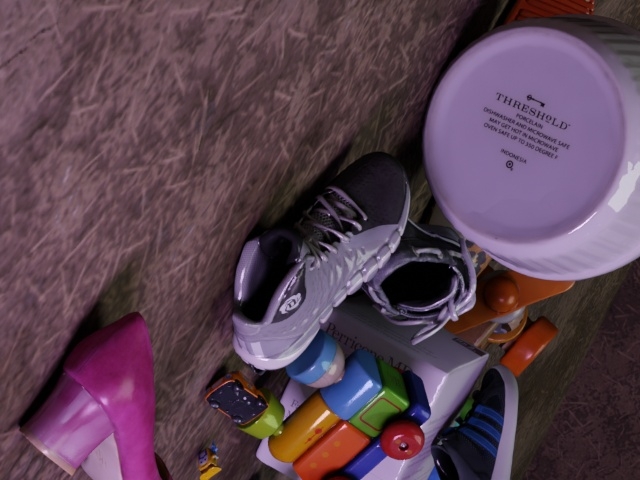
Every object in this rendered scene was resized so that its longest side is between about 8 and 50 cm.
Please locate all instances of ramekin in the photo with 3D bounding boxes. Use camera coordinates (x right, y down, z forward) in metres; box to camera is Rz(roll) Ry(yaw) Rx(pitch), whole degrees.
[{"bbox_3d":[0.223,-0.095,1.641,0.127,0.273,0.273,4,114,-60],"label":"ramekin"}]

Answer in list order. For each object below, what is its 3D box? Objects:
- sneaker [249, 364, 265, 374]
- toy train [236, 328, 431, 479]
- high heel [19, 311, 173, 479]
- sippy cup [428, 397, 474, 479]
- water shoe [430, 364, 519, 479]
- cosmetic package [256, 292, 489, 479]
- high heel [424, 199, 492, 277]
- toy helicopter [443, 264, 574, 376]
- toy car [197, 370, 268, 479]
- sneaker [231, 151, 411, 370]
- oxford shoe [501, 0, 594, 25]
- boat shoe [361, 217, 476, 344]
[{"bbox_3d":[-0.048,0.096,1.531,0.035,0.031,0.083,-51,161,-29],"label":"sneaker"},{"bbox_3d":[-0.026,0.197,1.608,0.248,0.143,0.105,-44,-152,19],"label":"toy train"},{"bbox_3d":[-0.135,0.136,1.258,0.117,0.082,0.244,-49,149,-7],"label":"high heel"},{"bbox_3d":[0.106,0.350,2.098,0.305,0.240,0.224,-28,162,-18],"label":"sippy cup"},{"bbox_3d":[0.155,0.205,1.713,0.073,0.080,0.203,105,-3,-48],"label":"water shoe"},{"bbox_3d":[0.056,0.170,1.745,0.183,0.151,0.151,-67,162,14],"label":"cosmetic package"},{"bbox_3d":[0.155,0.019,1.906,0.261,0.093,0.186,-38,154,-37],"label":"high heel"},{"bbox_3d":[0.169,0.126,1.985,0.355,0.140,0.235,-41,170,-32],"label":"toy helicopter"},{"bbox_3d":[-0.097,0.161,1.516,0.122,0.060,0.040,-52,-146,29],"label":"toy car"},{"bbox_3d":[0.000,0.000,1.430,0.228,0.086,0.132,-56,160,-16],"label":"sneaker"},{"bbox_3d":[0.211,-0.178,1.800,0.271,0.097,0.098,-66,-166,2],"label":"oxford shoe"},{"bbox_3d":[0.101,0.037,1.648,0.113,0.105,0.306,-40,155,2],"label":"boat shoe"}]
